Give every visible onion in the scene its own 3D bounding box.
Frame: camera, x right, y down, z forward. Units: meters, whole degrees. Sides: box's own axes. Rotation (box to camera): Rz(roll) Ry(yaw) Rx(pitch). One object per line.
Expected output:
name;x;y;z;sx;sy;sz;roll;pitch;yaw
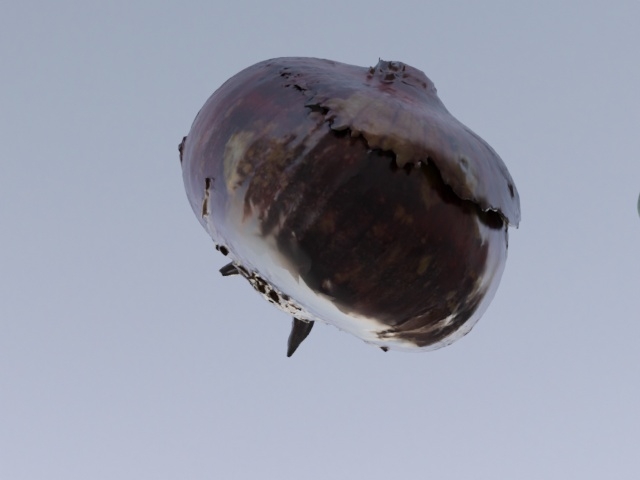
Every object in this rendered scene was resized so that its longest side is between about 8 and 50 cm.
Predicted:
onion;0.023;-0.031;0.967;0.246;0.246;0.190;26;-87;-32

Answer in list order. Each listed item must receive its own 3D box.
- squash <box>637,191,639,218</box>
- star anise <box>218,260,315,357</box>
squash;0.423;-0.115;1.636;0.066;0.066;0.228;25;-101;-31
star anise;0.000;0.000;1.194;0.180;0.204;0.061;-50;-22;6
